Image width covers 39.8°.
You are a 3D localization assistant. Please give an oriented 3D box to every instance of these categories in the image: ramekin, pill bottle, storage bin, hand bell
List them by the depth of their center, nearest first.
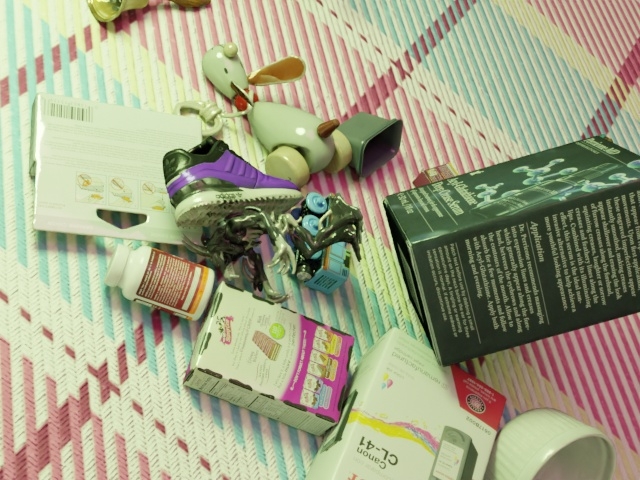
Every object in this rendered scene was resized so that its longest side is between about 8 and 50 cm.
[{"bbox_3d":[-0.244,0.059,1.335,0.152,0.086,0.086,21,51,-16],"label":"pill bottle"},{"bbox_3d":[0.350,0.360,1.385,0.207,0.207,0.109,-4,25,-31],"label":"ramekin"},{"bbox_3d":[-0.305,-0.470,1.671,0.242,0.126,0.126,-9,63,-46],"label":"hand bell"},{"bbox_3d":[0.082,-0.187,1.691,0.091,0.098,0.135,27,44,27],"label":"storage bin"}]

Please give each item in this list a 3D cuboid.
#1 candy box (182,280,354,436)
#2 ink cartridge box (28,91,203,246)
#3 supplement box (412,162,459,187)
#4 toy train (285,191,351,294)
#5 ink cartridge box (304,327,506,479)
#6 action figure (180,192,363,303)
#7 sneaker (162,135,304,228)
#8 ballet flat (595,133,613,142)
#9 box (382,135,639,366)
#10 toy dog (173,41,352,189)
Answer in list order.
[{"bbox_3d":[-0.076,0.182,1.354,0.233,0.071,0.159,25,50,-13],"label":"candy box"},{"bbox_3d":[-0.325,-0.103,1.422,0.275,0.060,0.238,7,67,-26],"label":"ink cartridge box"},{"bbox_3d":[0.233,-0.114,1.747,0.083,0.043,0.055,-18,69,-37],"label":"supplement box"},{"bbox_3d":[0.000,0.000,1.521,0.105,0.080,0.184,26,48,-23],"label":"toy train"},{"bbox_3d":[0.128,0.320,1.334,0.226,0.131,0.306,33,47,-5],"label":"ink cartridge box"},{"bbox_3d":[-0.070,0.014,1.364,0.276,0.164,0.140,-11,71,-9],"label":"action figure"},{"bbox_3d":[-0.143,-0.105,1.441,0.293,0.102,0.146,-2,61,-57],"label":"sneaker"},{"bbox_3d":[0.537,-0.132,1.902,0.342,0.116,0.124,-23,91,-42],"label":"ballet flat"},{"bbox_3d":[0.329,0.005,1.415,0.396,0.293,0.212,-16,107,1],"label":"box"},{"bbox_3d":[-0.077,-0.239,1.583,0.334,0.161,0.220,33,49,-5],"label":"toy dog"}]
